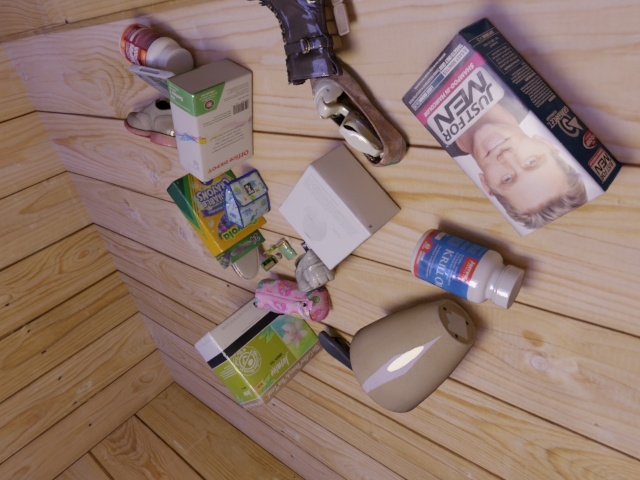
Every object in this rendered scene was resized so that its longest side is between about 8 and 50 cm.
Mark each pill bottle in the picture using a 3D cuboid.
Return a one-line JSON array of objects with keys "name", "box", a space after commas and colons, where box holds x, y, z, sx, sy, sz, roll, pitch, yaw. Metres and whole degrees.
[{"name": "pill bottle", "box": [0.324, 0.064, 1.024, 0.222, 0.124, 0.124, 23, 135, 33]}, {"name": "pill bottle", "box": [-0.494, -0.562, 1.392, 0.221, 0.121, 0.121, 33, 140, 25]}]

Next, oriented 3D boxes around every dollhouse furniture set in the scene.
[{"name": "dollhouse furniture set", "box": [-0.153, 0.056, 1.596, 0.076, 0.059, 0.152, 54, 144, -2]}]

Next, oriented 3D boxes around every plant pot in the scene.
[{"name": "plant pot", "box": [0.261, 0.276, 1.204, 0.256, 0.256, 0.274, 48, 128, 6]}]

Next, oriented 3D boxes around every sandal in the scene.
[{"name": "sandal", "box": [0.096, 0.404, 1.636, 0.255, 0.054, 0.097, 40, 151, 1]}]

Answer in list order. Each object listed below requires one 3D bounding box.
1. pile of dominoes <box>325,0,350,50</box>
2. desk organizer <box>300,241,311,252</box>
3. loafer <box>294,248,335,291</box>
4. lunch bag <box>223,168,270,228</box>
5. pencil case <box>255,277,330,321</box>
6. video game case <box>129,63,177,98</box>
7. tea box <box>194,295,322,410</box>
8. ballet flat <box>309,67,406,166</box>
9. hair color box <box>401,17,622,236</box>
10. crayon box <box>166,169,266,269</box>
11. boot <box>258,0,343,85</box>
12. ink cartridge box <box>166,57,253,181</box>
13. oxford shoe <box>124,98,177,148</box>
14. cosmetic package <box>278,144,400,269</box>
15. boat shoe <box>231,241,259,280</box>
[{"name": "pile of dominoes", "box": [-0.022, -0.532, 0.992, 0.196, 0.040, 0.250, 3, 113, 47]}, {"name": "desk organizer", "box": [0.000, 0.000, 1.387, 0.047, 0.050, 0.130, 56, 144, -5]}, {"name": "loafer", "box": [-0.025, 0.089, 1.400, 0.111, 0.112, 0.319, 66, 166, 6]}, {"name": "lunch bag", "box": [-0.236, -0.136, 1.465, 0.096, 0.129, 0.151, 20, 132, 35]}, {"name": "pencil case", "box": [-0.101, 0.202, 1.598, 0.284, 0.124, 0.124, 7, 125, 41]}, {"name": "video game case", "box": [-0.422, -0.442, 1.381, 0.207, 0.026, 0.227, 23, 176, 34]}, {"name": "tea box", "box": [-0.229, 0.398, 1.741, 0.323, 0.329, 0.220, 51, 144, 0]}, {"name": "ballet flat", "box": [0.061, -0.285, 1.030, 0.316, 0.106, 0.107, 46, 144, 10]}, {"name": "hair color box", "box": [0.327, -0.193, 0.818, 0.347, 0.105, 0.174, 49, 145, 3]}, {"name": "crayon box", "box": [-0.327, -0.092, 1.540, 0.322, 0.203, 0.083, 56, 144, -6]}, {"name": "boot", "box": [-0.071, -0.451, 0.990, 0.263, 0.091, 0.228, 16, 123, 39]}, {"name": "ink cartridge box", "box": [-0.301, -0.336, 1.303, 0.117, 0.201, 0.278, 35, 141, 24]}, {"name": "oxford shoe", "box": [-0.565, -0.421, 1.620, 0.397, 0.141, 0.146, 25, 105, 39]}, {"name": "cosmetic package", "box": [0.042, -0.081, 1.197, 0.224, 0.138, 0.224, 50, 146, 3]}, {"name": "boat shoe", "box": [-0.310, -0.014, 1.664, 0.334, 0.112, 0.095, 67, 161, 0]}]
